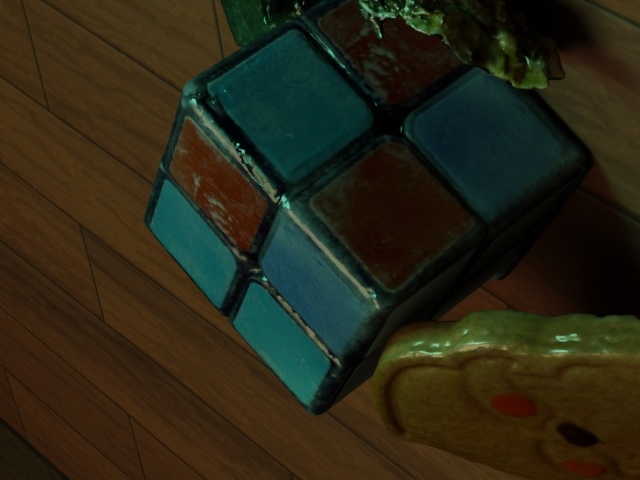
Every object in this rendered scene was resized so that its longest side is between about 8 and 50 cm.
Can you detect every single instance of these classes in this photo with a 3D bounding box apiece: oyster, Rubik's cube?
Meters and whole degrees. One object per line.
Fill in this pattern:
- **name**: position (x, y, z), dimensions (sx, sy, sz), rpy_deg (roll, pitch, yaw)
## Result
- **oyster**: position (0.141, -0.228, 1.707), dimensions (0.223, 0.214, 0.083), rpy_deg (24, 119, -7)
- **Rubik's cube**: position (0.037, -0.053, 1.885), dimensions (0.318, 0.313, 0.316), rpy_deg (48, 153, 12)

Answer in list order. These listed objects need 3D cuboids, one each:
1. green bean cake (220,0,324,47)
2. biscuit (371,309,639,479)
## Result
- **green bean cake**: position (-0.042, -0.319, 1.884), dimensions (0.193, 0.107, 0.208), rpy_deg (-15, 91, 60)
- **biscuit**: position (0.260, 0.167, 1.775), dimensions (0.455, 0.078, 0.350), rpy_deg (-6, 144, 33)
